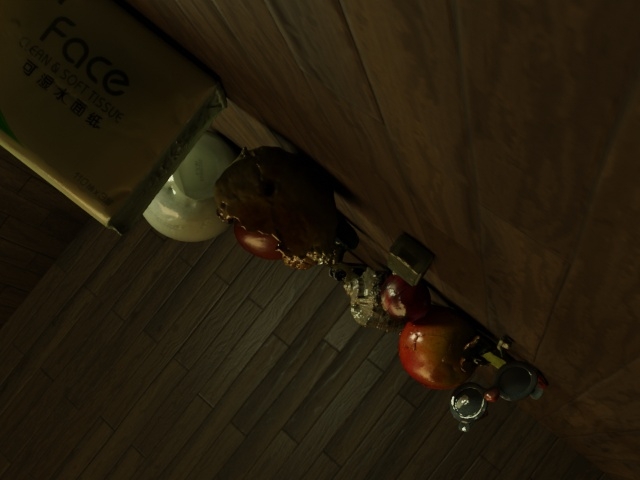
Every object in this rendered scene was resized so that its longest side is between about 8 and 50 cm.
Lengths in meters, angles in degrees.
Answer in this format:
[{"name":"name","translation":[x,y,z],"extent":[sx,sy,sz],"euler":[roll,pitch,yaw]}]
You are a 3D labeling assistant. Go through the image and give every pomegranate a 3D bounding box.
[{"name":"pomegranate","translation":[0.306,0.264,1.871],"extent":[0.235,0.210,0.210],"euler":[-4,147,41]}]

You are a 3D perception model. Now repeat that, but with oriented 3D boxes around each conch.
[{"name":"conch","translation":[0.184,0.176,2.212],"extent":[0.245,0.179,0.163],"euler":[16,169,-7]}]

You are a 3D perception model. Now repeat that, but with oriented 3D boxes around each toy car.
[{"name":"toy car","translation":[0.143,0.147,2.588],"extent":[0.257,0.124,0.101],"euler":[48,174,-11]}]

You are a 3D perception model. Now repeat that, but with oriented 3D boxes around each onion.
[{"name":"onion","translation":[0.207,0.136,1.835],"extent":[0.131,0.131,0.131],"euler":[38,176,3]}]

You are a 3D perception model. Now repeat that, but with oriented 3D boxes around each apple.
[{"name":"apple","translation":[-0.142,-0.047,2.315],"extent":[0.230,0.230,0.230],"euler":[38,176,3]}]

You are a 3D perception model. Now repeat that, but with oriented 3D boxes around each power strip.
[{"name":"power strip","translation":[0.173,0.041,1.479],"extent":[0.078,0.052,0.272],"euler":[38,175,9]}]

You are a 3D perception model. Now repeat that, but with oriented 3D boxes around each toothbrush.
[{"name":"toothbrush","translation":[0.427,0.250,1.772],"extent":[0.028,0.026,0.294],"euler":[37,177,16]}]

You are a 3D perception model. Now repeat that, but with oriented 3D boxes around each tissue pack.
[{"name":"tissue pack","translation":[-0.425,-0.262,1.365],"extent":[0.404,0.332,0.205],"euler":[38,178,-1]}]

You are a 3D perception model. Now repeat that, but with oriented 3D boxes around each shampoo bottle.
[{"name":"shampoo bottle","translation":[-0.368,-0.161,2.164],"extent":[0.322,0.322,0.317],"euler":[38,168,2]}]

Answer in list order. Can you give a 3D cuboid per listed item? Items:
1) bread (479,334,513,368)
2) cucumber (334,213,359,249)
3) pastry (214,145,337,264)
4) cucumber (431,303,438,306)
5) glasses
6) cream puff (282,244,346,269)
[{"name":"bread","translation":[0.452,0.295,2.052],"extent":[0.228,0.033,0.228],"euler":[37,175,4]},{"name":"cucumber","translation":[-0.001,-0.059,1.805],"extent":[0.241,0.074,0.074],"euler":[36,177,-17]},{"name":"pastry","translation":[-0.064,-0.085,1.460],"extent":[0.256,0.170,0.237],"euler":[34,-163,-8]},{"name":"cucumber","translation":[0.319,0.205,2.060],"extent":[0.058,0.058,0.187],"euler":[39,176,-7]},{"name":"glasses","translation":[0.472,0.410,1.917],"extent":[0.268,0.234,0.118],"euler":[35,-152,-52]},{"name":"cream puff","translation":[0.000,0.000,2.026],"extent":[0.168,0.184,0.183],"euler":[15,172,10]}]
